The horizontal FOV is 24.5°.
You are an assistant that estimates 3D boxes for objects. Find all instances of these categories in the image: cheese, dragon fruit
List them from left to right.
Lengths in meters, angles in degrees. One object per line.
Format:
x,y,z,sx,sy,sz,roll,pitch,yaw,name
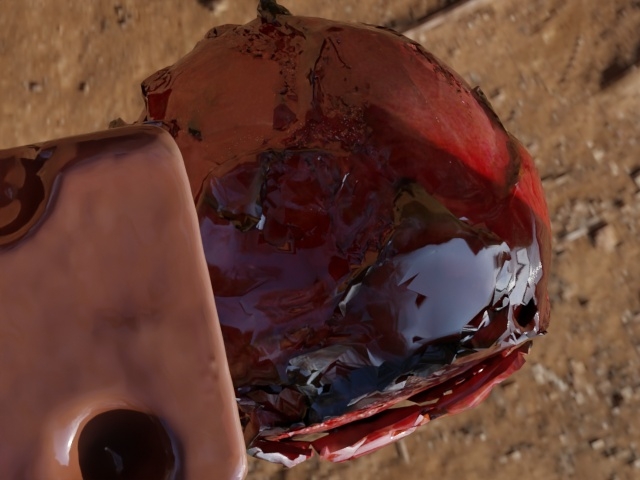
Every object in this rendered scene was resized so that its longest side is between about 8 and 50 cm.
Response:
-0.153,0.043,0.483,0.177,0.203,0.128,-15,98,-30,cheese
0.000,0.000,0.982,0.295,0.302,0.295,-40,162,-15,dragon fruit
